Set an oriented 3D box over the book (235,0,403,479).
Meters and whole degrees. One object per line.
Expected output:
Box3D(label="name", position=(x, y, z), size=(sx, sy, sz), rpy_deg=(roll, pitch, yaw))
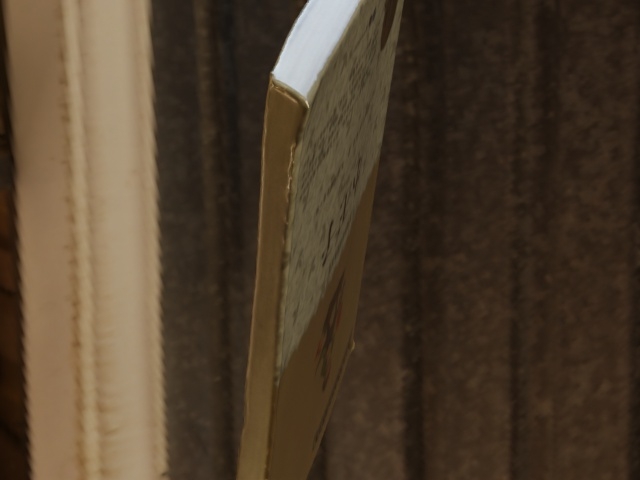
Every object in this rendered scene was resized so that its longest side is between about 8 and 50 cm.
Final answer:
Box3D(label="book", position=(0.000, 0.000, 0.508), size=(0.016, 0.138, 0.198), rpy_deg=(13, -53, 9))
